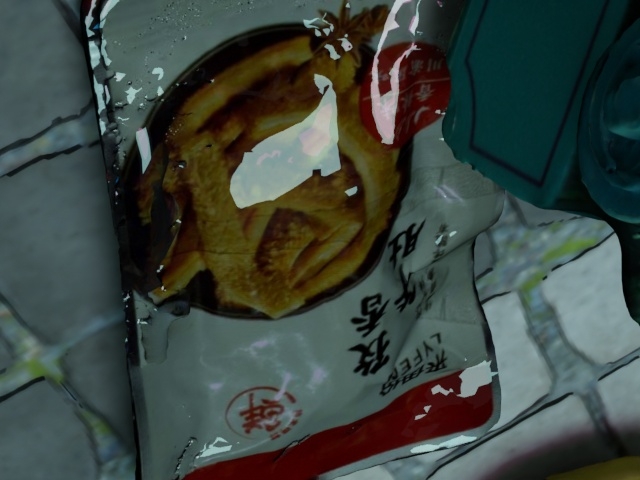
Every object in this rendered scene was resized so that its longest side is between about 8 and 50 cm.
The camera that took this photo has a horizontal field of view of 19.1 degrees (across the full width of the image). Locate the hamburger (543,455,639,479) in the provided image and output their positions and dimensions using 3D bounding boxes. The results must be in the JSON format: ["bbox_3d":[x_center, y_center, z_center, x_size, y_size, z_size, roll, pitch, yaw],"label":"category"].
[{"bbox_3d":[0.123,0.170,0.809,0.162,0.115,0.162,-14,135,-14],"label":"hamburger"}]

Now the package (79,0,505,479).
[{"bbox_3d":[0.000,0.000,0.660,0.154,0.030,0.239,-15,131,-18],"label":"package"}]

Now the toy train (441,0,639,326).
[{"bbox_3d":[0.119,-0.075,0.556,0.107,0.154,0.198,12,106,-32],"label":"toy train"}]
